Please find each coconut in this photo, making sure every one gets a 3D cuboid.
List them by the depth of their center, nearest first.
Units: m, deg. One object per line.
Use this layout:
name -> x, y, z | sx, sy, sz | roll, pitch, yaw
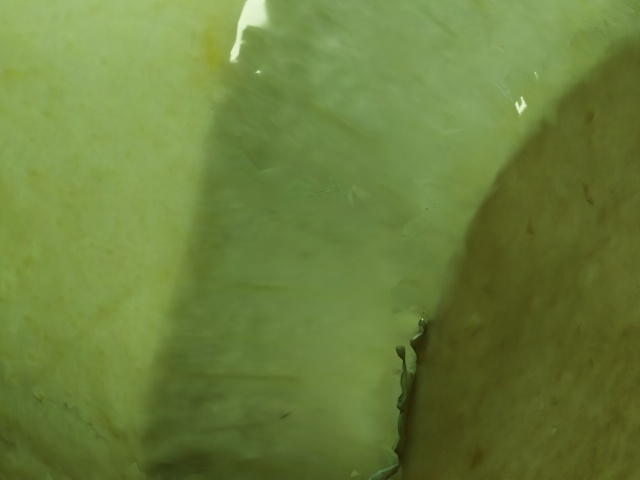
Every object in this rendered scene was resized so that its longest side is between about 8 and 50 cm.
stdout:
coconut -> 0.000, 0.000, 0.560 | 0.323, 0.323, 0.323 | -10, 30, 6
